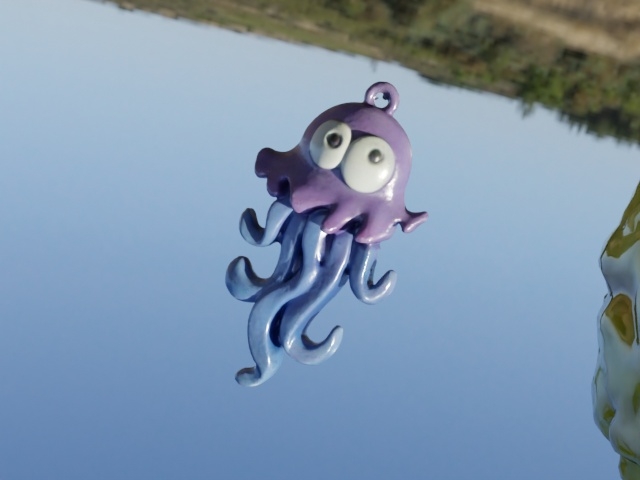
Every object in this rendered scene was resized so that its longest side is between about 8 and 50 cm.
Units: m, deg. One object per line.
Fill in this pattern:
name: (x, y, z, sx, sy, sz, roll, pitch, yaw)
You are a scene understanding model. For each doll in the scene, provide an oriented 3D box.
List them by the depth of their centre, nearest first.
doll: (0.000, 0.000, 0.777, 0.110, 0.206, 0.067, 24, -171, 10)

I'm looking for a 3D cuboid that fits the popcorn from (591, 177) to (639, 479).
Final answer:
popcorn: (0.170, 0.012, 0.326, 0.183, 0.221, 0.204, 31, -172, -13)
